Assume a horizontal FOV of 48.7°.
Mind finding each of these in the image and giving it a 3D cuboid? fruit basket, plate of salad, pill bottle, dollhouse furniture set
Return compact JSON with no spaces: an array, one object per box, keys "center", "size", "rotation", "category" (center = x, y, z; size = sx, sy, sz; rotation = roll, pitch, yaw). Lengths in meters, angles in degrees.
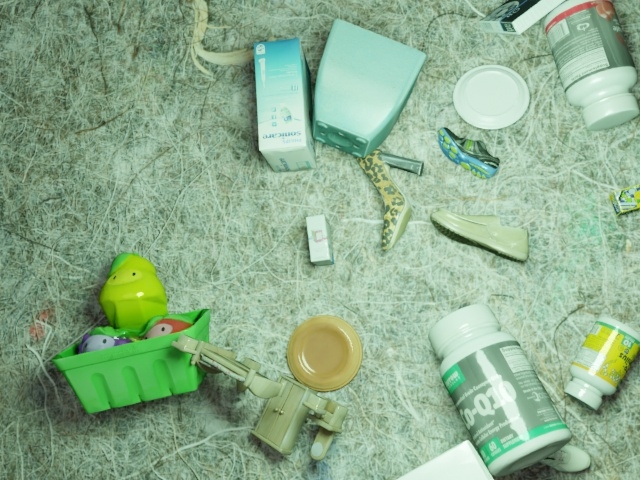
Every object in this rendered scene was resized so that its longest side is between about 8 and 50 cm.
[{"center":[-0.477,0.214,1.818],"size":[0.393,0.283,0.391],"rotation":[0,97,3],"category":"fruit basket"},{"center":[0.458,-0.383,1.902],"size":[0.200,0.048,0.199],"rotation":[-3,69,7],"category":"plate of salad"},{"center":[0.679,0.299,1.711],"size":[0.118,0.117,0.208],"rotation":[31,84,12],"category":"pill bottle"},{"center":[-0.163,0.388,1.669],"size":[0.303,0.356,0.173],"rotation":[19,81,40],"category":"dollhouse furniture set"},{"center":[0.407,0.344,1.661],"size":[0.204,0.204,0.361],"rotation":[-26,59,2],"category":"pill bottle"},{"center":[0.702,-0.452,1.817],"size":[0.177,0.176,0.318],"rotation":[-14,79,5],"category":"pill bottle"}]

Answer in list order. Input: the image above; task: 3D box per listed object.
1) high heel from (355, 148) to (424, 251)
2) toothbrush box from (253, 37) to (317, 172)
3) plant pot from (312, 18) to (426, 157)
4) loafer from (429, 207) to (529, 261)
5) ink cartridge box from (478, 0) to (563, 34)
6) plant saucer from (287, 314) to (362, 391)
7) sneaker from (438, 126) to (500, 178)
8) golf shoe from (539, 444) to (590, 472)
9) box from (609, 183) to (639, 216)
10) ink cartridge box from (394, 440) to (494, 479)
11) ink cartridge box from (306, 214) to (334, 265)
[{"center":[0.151,-0.111,1.879],"size":[0.186,0.093,0.261],"rotation":[16,83,20],"category":"high heel"},{"center":[-0.091,-0.351,1.880],"size":[0.126,0.216,0.295],"rotation":[-4,78,6],"category":"toothbrush box"},{"center":[0.094,-0.363,1.813],"size":[0.247,0.248,0.252],"rotation":[23,77,2],"category":"plant pot"},{"center":[0.413,-0.029,1.820],"size":[0.269,0.102,0.092],"rotation":[23,82,1],"category":"loafer"},{"center":[0.549,-0.619,1.862],"size":[0.208,0.206,0.045],"rotation":[-35,111,-1],"category":"ink cartridge box"},{"center":[0.009,0.292,1.840],"size":[0.200,0.037,0.199],"rotation":[-1,80,7],"category":"plant saucer"},{"center":[0.393,-0.239,1.883],"size":[0.188,0.067,0.078],"rotation":[37,65,14],"category":"sneaker"},{"center":[0.565,0.520,1.702],"size":[0.176,0.086,0.069],"rotation":[9,80,8],"category":"golf shoe"},{"center":[0.832,-0.116,1.800],"size":[0.169,0.054,0.059],"rotation":[-17,78,5],"category":"box"},{"center":[0.286,0.558,1.629],"size":[0.198,0.273,0.114],"rotation":[-30,69,1],"category":"ink cartridge box"},{"center":[0.000,0.000,1.868],"size":[0.052,0.088,0.122],"rotation":[-7,78,9],"category":"ink cartridge box"}]
